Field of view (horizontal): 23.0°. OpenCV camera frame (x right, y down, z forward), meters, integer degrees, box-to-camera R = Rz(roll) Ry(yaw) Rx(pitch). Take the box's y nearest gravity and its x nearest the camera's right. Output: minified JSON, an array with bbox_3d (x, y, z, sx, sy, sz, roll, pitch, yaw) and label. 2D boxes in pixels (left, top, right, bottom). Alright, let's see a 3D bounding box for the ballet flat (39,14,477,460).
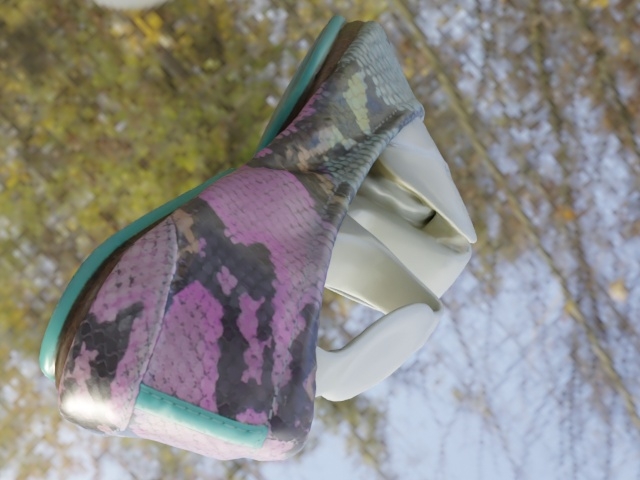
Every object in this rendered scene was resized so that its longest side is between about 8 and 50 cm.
[{"bbox_3d":[0.000,0.000,0.436,0.077,0.079,0.221,-63,176,27],"label":"ballet flat"}]
